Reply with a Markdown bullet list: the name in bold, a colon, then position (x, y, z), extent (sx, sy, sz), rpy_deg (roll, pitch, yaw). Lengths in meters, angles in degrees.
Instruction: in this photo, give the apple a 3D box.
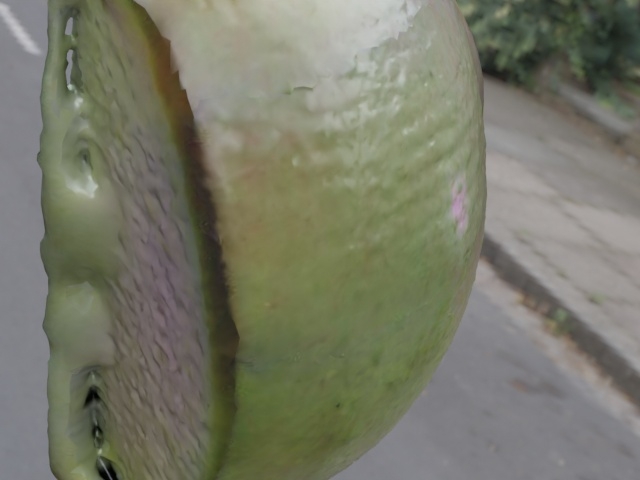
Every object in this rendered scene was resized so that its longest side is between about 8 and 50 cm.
- **apple**: position (0.000, 0.000, 0.566), extent (0.193, 0.265, 0.120), rpy_deg (-19, 44, -32)
